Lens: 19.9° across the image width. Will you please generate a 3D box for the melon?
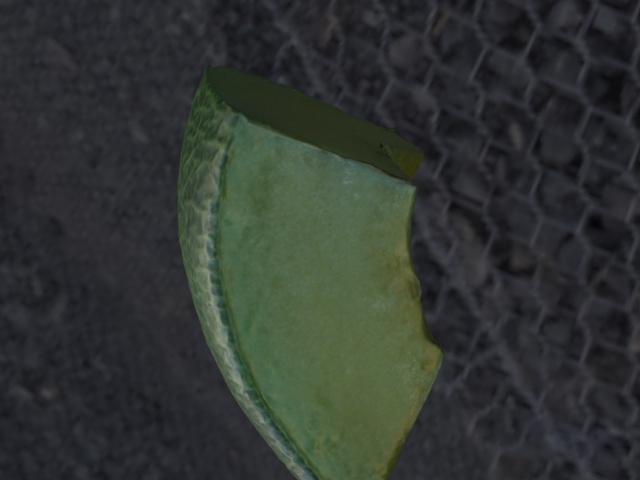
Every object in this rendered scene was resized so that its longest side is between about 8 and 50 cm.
[{"bbox_3d":[0.000,0.000,1.416,0.226,0.343,0.331,-28,105,-3],"label":"melon"}]
